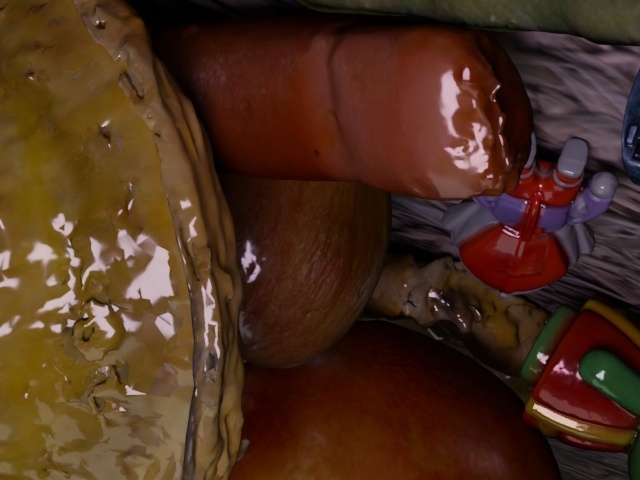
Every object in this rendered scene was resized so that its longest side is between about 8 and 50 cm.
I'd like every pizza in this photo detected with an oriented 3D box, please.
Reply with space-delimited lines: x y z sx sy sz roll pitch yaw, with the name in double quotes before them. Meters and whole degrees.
"pizza" 0.112 0.094 1.876 0.435 0.080 0.392 32 167 -38

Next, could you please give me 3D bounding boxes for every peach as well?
"peach" 0.046 0.214 1.612 0.332 0.308 0.308 43 162 -26

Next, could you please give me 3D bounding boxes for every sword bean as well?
"sword bean" 0.077 -0.116 0.906 0.269 0.038 0.043 14 168 47

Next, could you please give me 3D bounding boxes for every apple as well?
"apple" -0.054 -0.015 1.329 0.211 0.188 0.211 23 175 2

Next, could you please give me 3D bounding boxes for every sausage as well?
"sausage" 0.002 -0.080 1.078 0.094 0.097 0.348 -23 -162 -33

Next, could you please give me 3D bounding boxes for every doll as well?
"doll" 0.331 0.169 1.527 0.363 0.160 0.182 21 170 10
"doll" 0.130 -0.012 1.242 0.102 0.075 0.227 12 160 4

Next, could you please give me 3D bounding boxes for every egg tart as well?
"egg tart" -0.214 0.013 1.184 0.178 0.443 0.443 -16 -164 -35

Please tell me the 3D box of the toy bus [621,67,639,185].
"toy bus" 0.224 -0.036 0.917 0.166 0.065 0.047 18 171 20
